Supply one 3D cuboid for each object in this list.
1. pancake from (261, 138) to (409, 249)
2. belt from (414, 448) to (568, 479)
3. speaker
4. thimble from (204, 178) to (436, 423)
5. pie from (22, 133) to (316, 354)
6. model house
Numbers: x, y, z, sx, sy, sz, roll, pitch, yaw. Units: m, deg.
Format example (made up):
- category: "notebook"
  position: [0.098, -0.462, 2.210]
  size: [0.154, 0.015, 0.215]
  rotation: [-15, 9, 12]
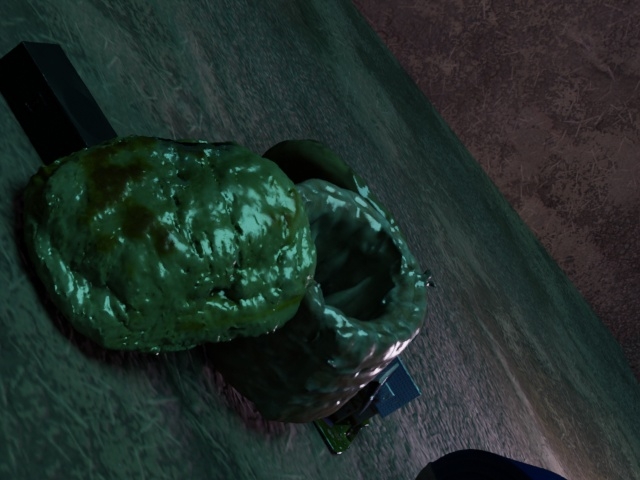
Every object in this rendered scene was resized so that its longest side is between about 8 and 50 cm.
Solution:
- category: "pancake"
  position: [0.000, 0.000, 1.350]
  size: [0.050, 0.242, 0.242]
  rotation: [-38, 97, -32]
- category: "belt"
  position: [0.204, 0.357, 1.141]
  size: [0.117, 0.212, 0.347]
  rotation: [22, 24, -43]
- category: "speaker"
  position: [-0.206, -0.075, 1.083]
  size: [0.218, 0.044, 0.082]
  rotation: [58, 16, 3]
- category: "thimble"
  position: [-0.007, 0.053, 1.173]
  size: [0.196, 0.148, 0.229]
  rotation: [46, 29, 4]
- category: "pie"
  position: [-0.121, -0.011, 0.992]
  size: [0.248, 0.090, 0.201]
  rotation: [-8, 64, -32]
- category: "model house"
  position: [0.043, 0.150, 1.322]
  size: [0.117, 0.088, 0.167]
  rotation: [60, 16, 6]
